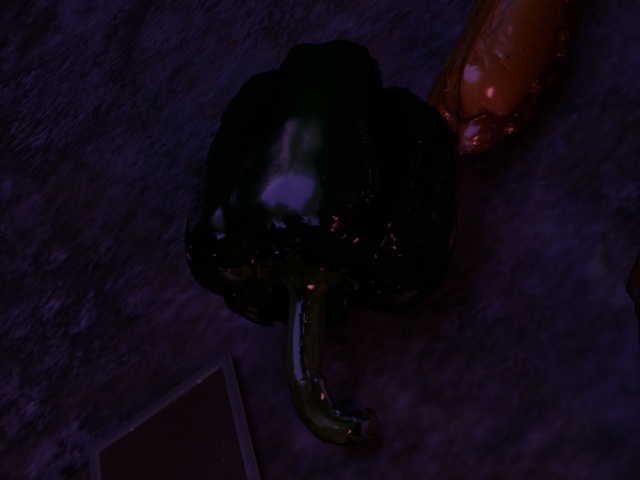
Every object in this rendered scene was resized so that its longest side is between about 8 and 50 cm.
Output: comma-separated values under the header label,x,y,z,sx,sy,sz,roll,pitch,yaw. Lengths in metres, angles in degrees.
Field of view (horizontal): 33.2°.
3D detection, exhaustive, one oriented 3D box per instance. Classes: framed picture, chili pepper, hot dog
label,x,y,z,sx,sy,sz,roll,pitch,yaw
framed picture,-0.102,0.176,0.751,0.142,0.011,0.183,-36,37,11
chili pepper,0.000,0.000,0.709,0.174,0.165,0.261,-9,55,24
hot dog,0.147,-0.156,0.795,0.249,0.076,0.102,-64,7,-25

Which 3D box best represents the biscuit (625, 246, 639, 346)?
label,x,y,z,sx,sy,sz,roll,pitch,yaw
biscuit,0.216,0.023,0.419,0.334,0.081,0.289,-119,45,-68
